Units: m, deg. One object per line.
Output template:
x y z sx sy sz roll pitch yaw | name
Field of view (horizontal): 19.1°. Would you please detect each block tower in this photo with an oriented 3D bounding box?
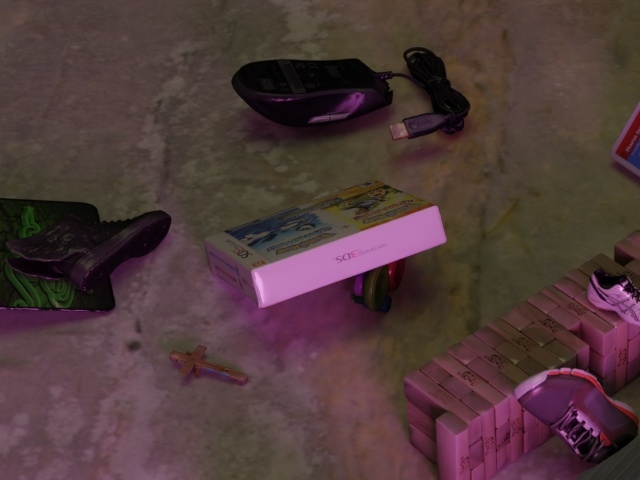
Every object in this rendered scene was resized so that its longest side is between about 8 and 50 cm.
0.225 0.109 1.803 0.335 0.091 0.097 -31 45 -26 | block tower

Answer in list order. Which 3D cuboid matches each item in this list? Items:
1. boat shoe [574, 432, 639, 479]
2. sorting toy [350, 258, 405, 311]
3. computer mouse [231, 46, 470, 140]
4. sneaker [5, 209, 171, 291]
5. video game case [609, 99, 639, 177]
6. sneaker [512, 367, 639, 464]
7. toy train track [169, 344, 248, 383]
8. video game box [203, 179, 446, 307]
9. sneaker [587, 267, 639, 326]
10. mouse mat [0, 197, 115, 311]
0.295 0.217 1.673 0.226 0.076 0.083 -35 16 -29 | boat shoe
0.051 0.041 1.932 0.042 0.061 0.102 10 20 20 | sorting toy
0.038 -0.148 2.161 0.262 0.060 0.184 -7 34 -19 | computer mouse
-0.244 -0.003 2.011 0.089 0.051 0.170 35 49 22 | sneaker
0.450 -0.108 1.969 0.025 0.204 0.285 15 19 -47 | video game case
0.239 0.165 1.707 0.061 0.158 0.065 -39 42 31 | sneaker
-0.111 0.129 1.888 0.083 0.014 0.048 16 38 17 | toy train track
0.000 0.000 1.942 0.205 0.048 0.187 -20 18 -15 | video game box
0.285 0.052 1.762 0.083 0.037 0.032 20 45 26 | sneaker
-0.303 0.013 2.021 0.152 0.007 0.190 2 39 -17 | mouse mat
